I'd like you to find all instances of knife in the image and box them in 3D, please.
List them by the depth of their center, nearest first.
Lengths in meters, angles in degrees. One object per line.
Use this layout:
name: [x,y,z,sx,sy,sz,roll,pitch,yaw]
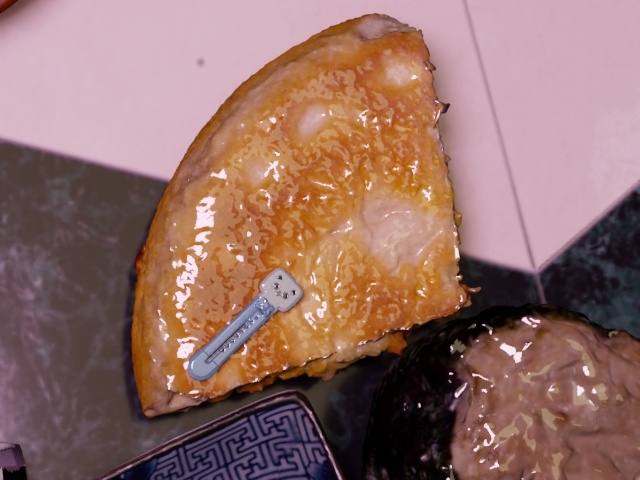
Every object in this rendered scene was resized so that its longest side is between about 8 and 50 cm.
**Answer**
knife: [-0.052,0.058,1.253,0.096,0.010,0.027,-44,95,-11]

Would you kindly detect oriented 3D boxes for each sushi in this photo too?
sushi: [0.200,0.166,1.263,0.350,0.171,0.211,27,78,-17]

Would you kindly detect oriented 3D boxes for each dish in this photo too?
dish: [-0.047,0.245,1.268,0.182,0.080,0.243,-24,84,-14]

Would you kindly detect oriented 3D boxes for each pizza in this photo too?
pizza: [0.000,0.000,1.315,0.226,0.086,0.335,33,79,-9]

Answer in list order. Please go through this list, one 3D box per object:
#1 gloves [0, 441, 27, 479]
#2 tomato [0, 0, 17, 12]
gloves: [-0.302,0.174,1.223,0.212,0.111,0.128,-3,86,-19]
tomato: [-0.264,-0.234,1.280,0.195,0.136,0.195,1,81,-8]
